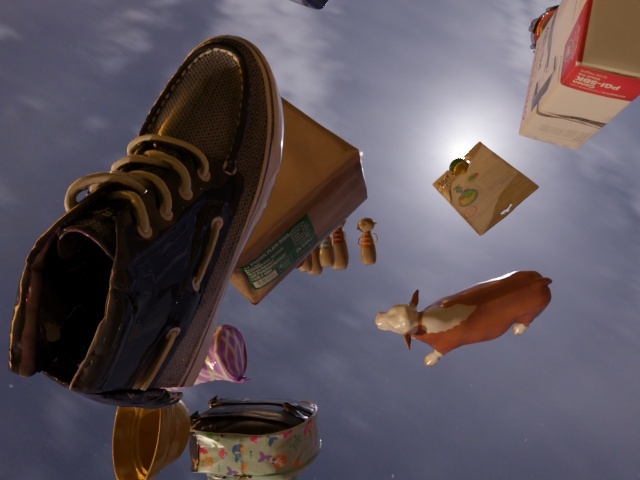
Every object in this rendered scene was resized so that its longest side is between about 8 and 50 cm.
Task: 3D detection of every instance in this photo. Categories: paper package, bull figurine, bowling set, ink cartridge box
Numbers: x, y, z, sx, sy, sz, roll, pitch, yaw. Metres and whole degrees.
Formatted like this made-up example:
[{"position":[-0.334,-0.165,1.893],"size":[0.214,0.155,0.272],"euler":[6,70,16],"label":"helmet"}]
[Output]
[{"position":[-0.119,-0.099,1.143],"size":[0.325,0.168,0.309],"euler":[-42,-124,-12],"label":"paper package"},{"position":[0.250,0.137,1.028],"size":[0.310,0.188,0.101],"euler":[-14,-116,-3],"label":"bull figurine"},{"position":[0.000,0.000,1.583],"size":[0.199,0.286,0.154],"euler":[7,-105,-44],"label":"bowling set"},{"position":[0.209,-0.144,0.463],"size":[0.056,0.135,0.099],"euler":[13,-101,5],"label":"ink cartridge box"}]

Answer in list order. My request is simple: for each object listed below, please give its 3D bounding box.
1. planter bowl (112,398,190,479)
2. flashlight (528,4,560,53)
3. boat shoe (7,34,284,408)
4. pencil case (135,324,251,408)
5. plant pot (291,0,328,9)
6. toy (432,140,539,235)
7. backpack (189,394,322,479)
[{"position":[-0.305,0.352,1.103],"size":[0.090,0.217,0.217],"euler":[16,-140,-37],"label":"planter bowl"},{"position":[0.439,-0.352,0.999],"size":[0.103,0.103,0.304],"euler":[22,-160,-3],"label":"flashlight"},{"position":[-0.124,-0.032,0.468],"size":[0.127,0.158,0.341],"euler":[10,-99,13],"label":"boat shoe"},{"position":[-0.207,0.189,0.878],"size":[0.206,0.086,0.088],"euler":[-19,-104,22],"label":"pencil case"},{"position":[-0.076,-0.400,0.584],"size":[0.235,0.212,0.236],"euler":[22,-166,-43],"label":"plant pot"},{"position":[0.329,-0.098,1.178],"size":[0.137,0.056,0.237],"euler":[-43,-146,11],"label":"toy"},{"position":[-0.125,0.423,1.234],"size":[0.253,0.225,0.191],"euler":[-11,-90,16],"label":"backpack"}]
